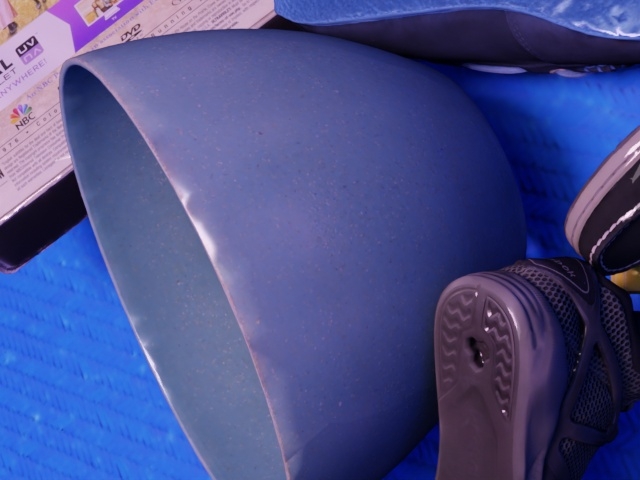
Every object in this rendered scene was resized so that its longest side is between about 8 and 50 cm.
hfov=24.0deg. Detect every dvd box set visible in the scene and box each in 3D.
[{"bbox_3d":[-0.205,-0.223,1.068,0.307,0.062,0.420,-38,63,1],"label":"dvd box set"}]

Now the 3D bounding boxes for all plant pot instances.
[{"bbox_3d":[0.000,0.000,0.856,0.290,0.195,0.290,55,159,33],"label":"plant pot"}]

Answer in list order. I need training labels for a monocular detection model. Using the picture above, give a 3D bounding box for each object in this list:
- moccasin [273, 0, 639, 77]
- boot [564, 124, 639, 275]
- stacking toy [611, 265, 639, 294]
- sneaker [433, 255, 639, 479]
[{"bbox_3d":[0.138,-0.158,0.848,0.342,0.117,0.137,9,82,34],"label":"moccasin"},{"bbox_3d":[0.251,-0.006,0.724,0.236,0.085,0.178,-33,62,16],"label":"boot"},{"bbox_3d":[0.257,0.087,0.772,0.221,0.052,0.167,-5,82,35],"label":"stacking toy"},{"bbox_3d":[0.120,0.111,0.789,0.087,0.130,0.227,23,121,45],"label":"sneaker"}]
